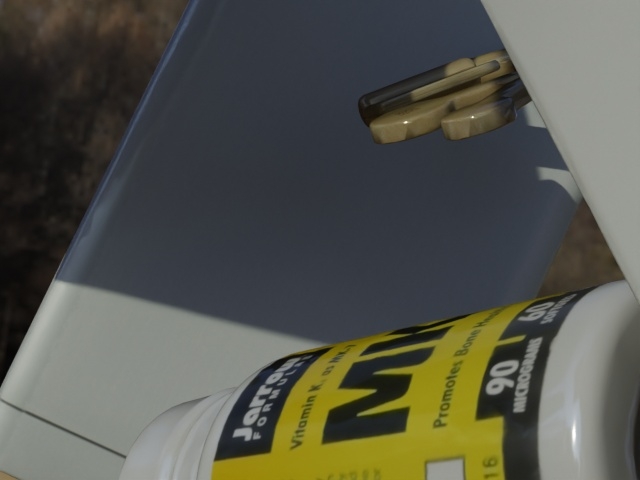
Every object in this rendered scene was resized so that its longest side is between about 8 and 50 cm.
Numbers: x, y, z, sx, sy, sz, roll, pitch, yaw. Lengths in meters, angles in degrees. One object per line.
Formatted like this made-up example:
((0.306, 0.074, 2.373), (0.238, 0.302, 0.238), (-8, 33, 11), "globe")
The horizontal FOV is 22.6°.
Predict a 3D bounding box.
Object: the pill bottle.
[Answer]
((0.035, 0.087, 0.532), (0.208, 0.119, 0.119), (-16, -22, 40), "pill bottle")

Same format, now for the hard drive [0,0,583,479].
((0.000, 0.000, 0.845), (0.233, 0.353, 0.047), (26, -2, -9), "hard drive")

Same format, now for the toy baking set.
((0.134, -0.077, 0.691), (0.256, 0.030, 0.197), (-16, 13, 15), "toy baking set")

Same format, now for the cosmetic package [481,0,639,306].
((0.229, 0.062, 0.396), (0.284, 0.377, 0.097), (-9, -22, -44), "cosmetic package")
